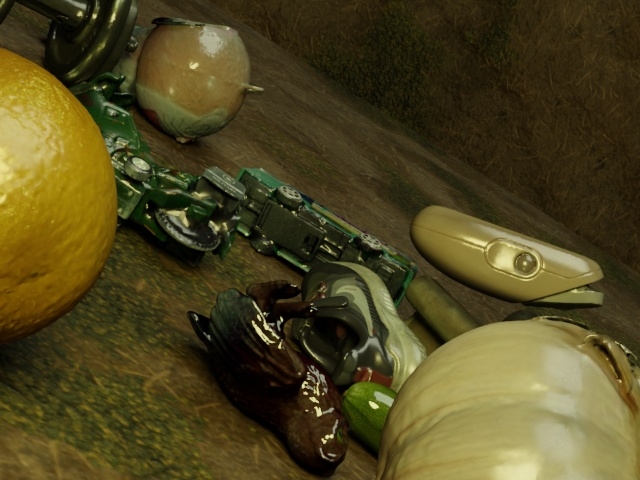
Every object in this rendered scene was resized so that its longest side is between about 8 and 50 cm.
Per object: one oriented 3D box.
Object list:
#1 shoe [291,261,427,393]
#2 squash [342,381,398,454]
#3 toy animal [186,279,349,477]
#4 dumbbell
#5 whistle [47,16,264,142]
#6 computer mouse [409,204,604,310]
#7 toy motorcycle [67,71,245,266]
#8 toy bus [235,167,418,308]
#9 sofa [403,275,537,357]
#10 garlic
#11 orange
[{"bbox_3d":[0.022,0.093,1.323,0.112,0.099,0.227,12,26,-39],"label":"shoe"},{"bbox_3d":[0.126,0.218,1.191,0.252,0.066,0.066,32,15,-7],"label":"squash"},{"bbox_3d":[-0.043,0.132,1.099,0.218,0.116,0.180,66,7,-64],"label":"toy animal"},{"bbox_3d":[-0.362,-0.321,1.594,0.290,0.192,0.192,25,17,-35],"label":"dumbbell"},{"bbox_3d":[-0.244,-0.245,1.761,0.347,0.189,0.189,17,10,16],"label":"whistle"},{"bbox_3d":[0.214,0.028,1.422,0.236,0.082,0.145,21,0,3],"label":"computer mouse"},{"bbox_3d":[-0.203,-0.081,1.340,0.274,0.125,0.187,36,24,-3],"label":"toy motorcycle"},{"bbox_3d":[0.000,0.000,1.544,0.261,0.091,0.109,33,14,10],"label":"toy bus"},{"bbox_3d":[0.214,0.135,1.419,0.258,0.182,0.200,19,20,-45],"label":"sofa"},{"bbox_3d":[0.171,0.223,0.933,0.322,0.241,0.322,16,62,-33],"label":"garlic"},{"bbox_3d":[-0.256,-0.033,0.868,0.236,0.236,0.236,32,15,-9],"label":"orange"}]
